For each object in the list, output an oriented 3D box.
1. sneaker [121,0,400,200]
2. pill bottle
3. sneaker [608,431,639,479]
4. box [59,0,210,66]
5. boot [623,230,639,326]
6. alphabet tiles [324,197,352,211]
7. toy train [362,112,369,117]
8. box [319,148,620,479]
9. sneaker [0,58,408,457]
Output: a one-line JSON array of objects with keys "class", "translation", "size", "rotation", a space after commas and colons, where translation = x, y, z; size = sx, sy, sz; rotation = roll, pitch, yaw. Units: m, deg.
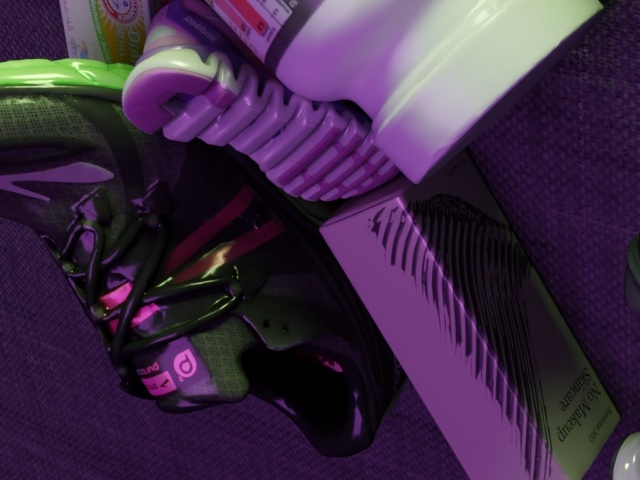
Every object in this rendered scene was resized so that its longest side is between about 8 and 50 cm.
[{"class": "sneaker", "translation": [-0.036, -0.109, 1.092], "size": [0.236, 0.104, 0.095], "rotation": [23, 137, -34]}, {"class": "pill bottle", "translation": [0.003, -0.226, 0.998], "size": [0.363, 0.210, 0.210], "rotation": [48, 141, 3]}, {"class": "sneaker", "translation": [0.326, 0.269, 1.172], "size": [0.108, 0.100, 0.271], "rotation": [-17, 108, 43]}, {"class": "box", "translation": [-0.139, -0.168, 1.253], "size": [0.103, 0.114, 0.203], "rotation": [20, 131, 31]}, {"class": "boot", "translation": [0.302, -0.064, 0.813], "size": [0.367, 0.146, 0.445], "rotation": [-129, 31, -47]}, {"class": "alphabet tiles", "translation": [0.000, 0.000, 1.336], "size": [0.198, 0.009, 0.237], "rotation": [48, 140, 3]}, {"class": "toy train", "translation": [-0.015, -0.092, 1.217], "size": [0.143, 0.105, 0.248], "rotation": [20, 133, 14]}, {"class": "box", "translation": [0.122, 0.068, 1.190], "size": [0.094, 0.113, 0.275], "rotation": [-23, 105, 41]}, {"class": "sneaker", "translation": [-0.110, 0.021, 1.158], "size": [0.483, 0.202, 0.185], "rotation": [29, 144, -24]}]
